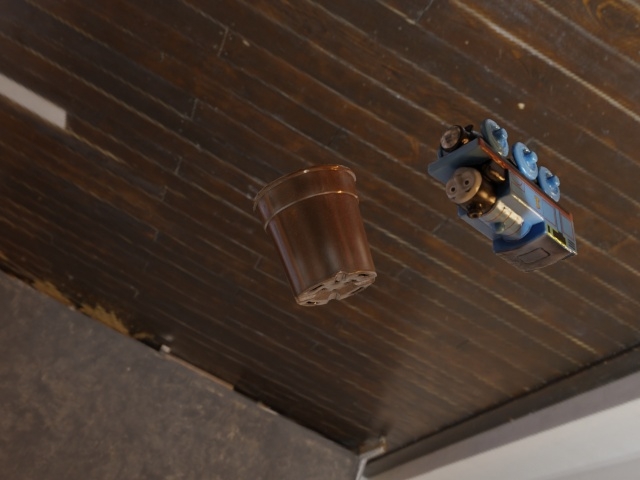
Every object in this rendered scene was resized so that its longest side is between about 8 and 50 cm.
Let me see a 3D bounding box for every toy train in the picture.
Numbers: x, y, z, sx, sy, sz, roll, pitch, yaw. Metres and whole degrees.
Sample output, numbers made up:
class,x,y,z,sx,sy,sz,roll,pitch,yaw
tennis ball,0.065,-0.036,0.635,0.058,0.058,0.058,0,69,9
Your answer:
class,x,y,z,sx,sy,sz,roll,pitch,yaw
toy train,0.188,-0.045,0.653,0.184,0.105,0.080,30,138,-33

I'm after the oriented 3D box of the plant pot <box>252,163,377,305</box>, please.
class,x,y,z,sx,sy,sz,roll,pitch,yaw
plant pot,0.000,0.000,0.955,0.167,0.165,0.167,-17,161,-6
